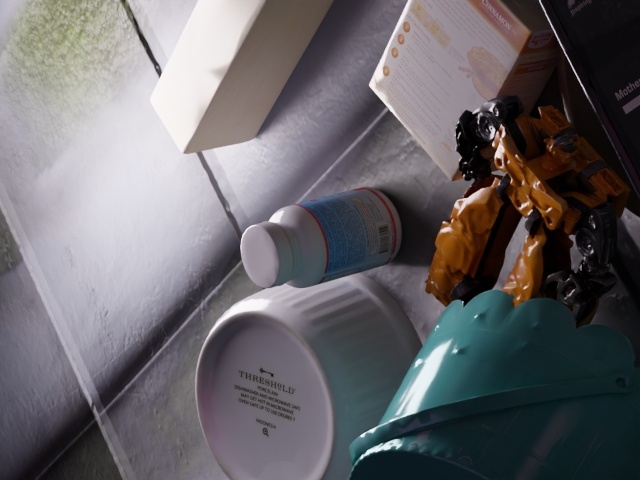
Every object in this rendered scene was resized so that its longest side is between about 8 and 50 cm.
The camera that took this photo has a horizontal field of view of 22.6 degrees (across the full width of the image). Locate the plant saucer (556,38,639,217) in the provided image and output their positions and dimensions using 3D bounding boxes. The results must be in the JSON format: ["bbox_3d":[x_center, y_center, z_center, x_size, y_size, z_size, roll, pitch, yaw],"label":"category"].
[{"bbox_3d":[0.309,-0.141,1.315,0.278,0.041,0.278,20,116,47],"label":"plant saucer"}]

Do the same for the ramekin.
[{"bbox_3d":[-0.019,0.169,1.731,0.272,0.127,0.273,10,105,42],"label":"ramekin"}]

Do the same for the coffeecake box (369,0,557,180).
[{"bbox_3d":[0.140,-0.173,1.495,0.142,0.068,0.185,52,137,27],"label":"coffeecake box"}]

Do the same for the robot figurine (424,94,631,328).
[{"bbox_3d":[0.185,-0.001,1.446,0.211,0.085,0.291,53,148,25],"label":"robot figurine"}]

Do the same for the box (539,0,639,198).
[{"bbox_3d":[0.378,-0.153,1.129,0.395,0.097,0.318,-35,71,39],"label":"box"}]

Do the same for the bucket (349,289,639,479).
[{"bbox_3d":[0.169,0.200,1.404,0.281,0.183,0.281,24,143,20],"label":"bucket"}]

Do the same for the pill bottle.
[{"bbox_3d":[0.000,0.000,1.655,0.087,0.160,0.087,20,117,47],"label":"pill bottle"}]

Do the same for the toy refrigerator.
[{"bbox_3d":[-0.085,-0.219,1.738,0.094,0.102,0.269,57,140,22],"label":"toy refrigerator"}]
